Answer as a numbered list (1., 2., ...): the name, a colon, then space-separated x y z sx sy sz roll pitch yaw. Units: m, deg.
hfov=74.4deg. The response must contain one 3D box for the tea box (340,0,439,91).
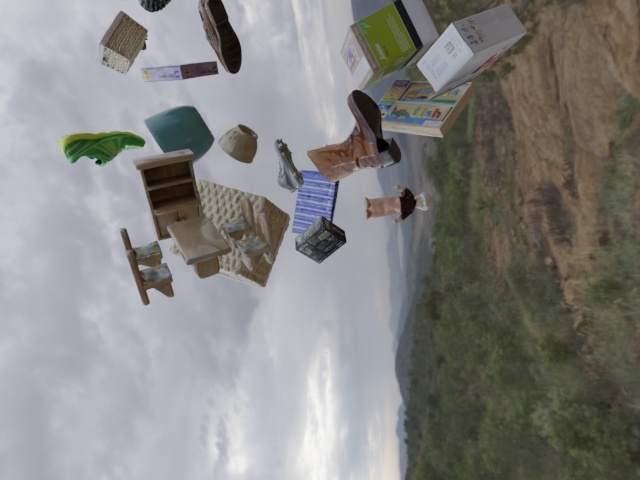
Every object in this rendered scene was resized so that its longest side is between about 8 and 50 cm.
1. tea box: 0.289 -0.865 1.865 0.219 0.324 0.329 62 180 -7

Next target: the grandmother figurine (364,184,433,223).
1. grandmother figurine: 0.394 -0.185 2.108 0.104 0.343 0.207 -99 5 -50

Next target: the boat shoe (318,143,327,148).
1. boat shoe: 0.002 -0.404 2.005 0.066 0.063 0.184 56 -154 -31

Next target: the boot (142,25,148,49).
1. boot: -0.780 -0.868 1.768 0.121 0.045 0.099 11 -111 -55

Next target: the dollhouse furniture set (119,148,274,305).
1. dollhouse furniture set: -0.380 -0.073 1.194 0.394 0.362 0.256 41 141 49

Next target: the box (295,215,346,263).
1. box: 0.000 0.000 1.862 0.147 0.180 0.077 32 -147 -30

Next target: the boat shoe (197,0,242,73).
1. boat shoe: -0.429 -0.873 1.803 0.111 0.105 0.307 -40 -49 -36

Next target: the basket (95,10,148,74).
1. basket: -0.673 -0.665 1.432 0.103 0.113 0.167 28 -116 -25

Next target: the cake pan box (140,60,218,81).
1. cake pan box: -0.647 -0.789 1.961 0.267 0.246 0.070 -46 -42 -54

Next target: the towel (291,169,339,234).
1. towel: -0.032 -0.182 2.126 0.040 0.243 0.335 -2 -78 -56

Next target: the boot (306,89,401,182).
1. boot: 0.074 -0.312 1.309 0.264 0.281 0.096 45 -128 -36

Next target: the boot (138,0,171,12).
1. boot: -0.639 -0.912 1.507 0.348 0.260 0.131 -39 -69 -27

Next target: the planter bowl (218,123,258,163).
1. planter bowl: -0.326 -0.411 1.748 0.162 0.109 0.162 31 -154 -17

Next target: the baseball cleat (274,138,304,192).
1. baseball cleat: -0.142 -0.279 1.597 0.072 0.109 0.205 -10 -109 -55

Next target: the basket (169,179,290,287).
1. basket: -0.342 -0.028 1.634 0.266 0.329 0.331 53 -125 -71

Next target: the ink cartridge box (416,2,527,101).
1. ink cartridge box: 0.508 -0.655 1.485 0.130 0.310 0.272 58 152 3

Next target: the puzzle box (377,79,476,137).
1. puzzle box: 0.423 -0.583 1.831 0.272 0.409 0.052 -54 -46 -13

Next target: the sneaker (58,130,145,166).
1. sneaker: -0.802 -0.340 1.568 0.296 0.110 0.123 -19 -74 -41

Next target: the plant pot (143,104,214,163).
1. plant pot: -0.654 -0.507 2.018 0.293 0.235 0.293 56 174 10
